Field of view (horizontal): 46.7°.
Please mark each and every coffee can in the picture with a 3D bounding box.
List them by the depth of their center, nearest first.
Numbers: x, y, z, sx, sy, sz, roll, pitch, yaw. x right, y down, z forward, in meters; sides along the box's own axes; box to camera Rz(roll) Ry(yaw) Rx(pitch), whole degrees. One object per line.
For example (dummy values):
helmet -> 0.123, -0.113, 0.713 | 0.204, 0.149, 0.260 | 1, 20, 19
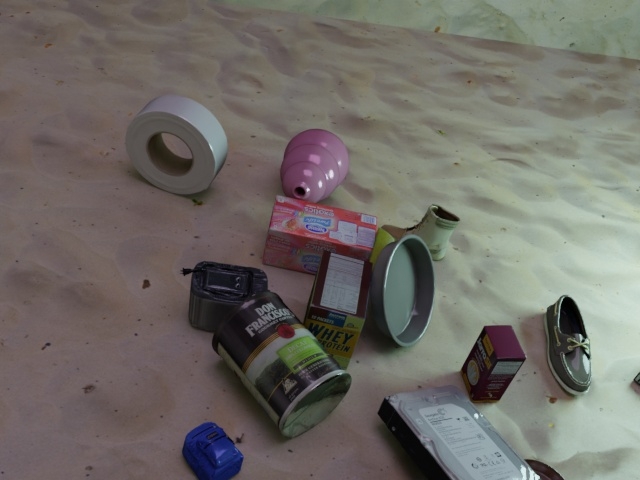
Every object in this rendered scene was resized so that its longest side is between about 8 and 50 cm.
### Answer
coffee can -> -0.091, 0.283, 1.713 | 0.201, 0.201, 0.275 | -23, 55, -35

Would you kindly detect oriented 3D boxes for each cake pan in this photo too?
cake pan -> 0.216, 0.130, 1.941 | 0.054, 0.293, 0.293 | 1, 32, 34

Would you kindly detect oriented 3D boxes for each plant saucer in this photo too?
plant saucer -> 0.495, 0.582, 1.698 | 0.168, 0.029, 0.168 | 9, 43, -8
plant saucer -> 0.190, 0.089, 2.020 | 0.045, 0.188, 0.188 | -7, 37, 22

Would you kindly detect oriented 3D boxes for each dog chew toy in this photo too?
dog chew toy -> -0.028, -0.207, 2.227 | 0.206, 0.206, 0.332 | 18, 29, 2

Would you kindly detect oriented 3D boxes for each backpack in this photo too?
backpack -> -0.230, 0.444, 1.575 | 0.098, 0.101, 0.120 | -18, 48, -40

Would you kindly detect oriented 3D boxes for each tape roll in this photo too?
tape roll -> -0.416, -0.273, 2.153 | 0.286, 0.286, 0.100 | 19, 41, 4

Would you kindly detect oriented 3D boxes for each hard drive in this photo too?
hard drive -> 0.314, 0.468, 1.670 | 0.237, 0.064, 0.339 | 0, 32, -35

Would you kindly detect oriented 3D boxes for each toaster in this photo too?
toaster -> -0.244, 0.146, 1.854 | 0.227, 0.146, 0.129 | 8, 42, -10

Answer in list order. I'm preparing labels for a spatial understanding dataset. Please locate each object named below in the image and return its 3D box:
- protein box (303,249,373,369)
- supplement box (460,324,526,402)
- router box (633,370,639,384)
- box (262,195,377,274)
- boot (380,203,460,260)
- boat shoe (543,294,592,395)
protein box -> 0.036, 0.174, 1.868 | 0.136, 0.200, 0.201 | 15, 42, -1
supplement box -> 0.427, 0.309, 1.851 | 0.081, 0.188, 0.104 | 1, 44, -15
router box -> 0.971, 0.381, 2.045 | 0.179, 0.046, 0.133 | -23, 55, -35
box -> 0.000, 0.000, 2.088 | 0.300, 0.142, 0.154 | 11, 42, -4
boot -> 0.292, -0.041, 2.202 | 0.213, 0.165, 0.077 | 19, 41, 1
boat shoe -> 0.683, 0.280, 2.031 | 0.109, 0.091, 0.305 | 10, 42, -6
